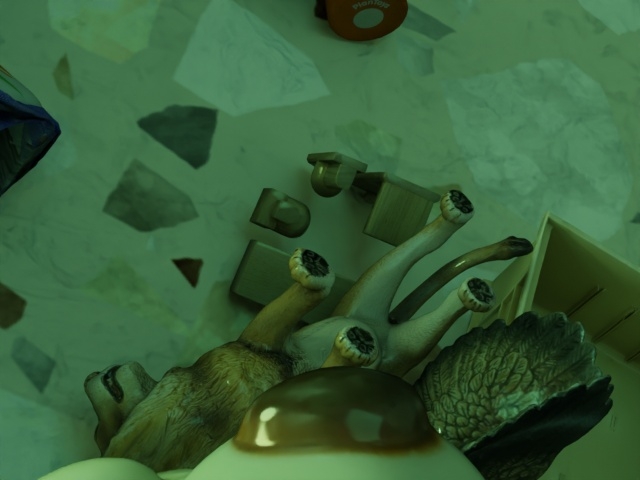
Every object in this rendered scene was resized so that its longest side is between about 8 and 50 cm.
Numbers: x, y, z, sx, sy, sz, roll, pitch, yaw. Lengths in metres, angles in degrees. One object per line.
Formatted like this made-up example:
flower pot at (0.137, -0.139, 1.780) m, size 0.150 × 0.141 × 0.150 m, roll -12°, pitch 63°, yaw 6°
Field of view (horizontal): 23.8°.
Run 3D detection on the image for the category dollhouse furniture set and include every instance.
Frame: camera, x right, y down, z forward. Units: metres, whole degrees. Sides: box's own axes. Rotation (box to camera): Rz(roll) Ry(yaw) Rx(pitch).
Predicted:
dollhouse furniture set at (0.000, 0.000, 1.394) m, size 0.144 × 0.123 × 0.151 m, roll 23°, pitch 86°, yaw -16°

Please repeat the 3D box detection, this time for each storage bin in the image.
storage bin at (0.257, 0.158, 1.376) m, size 0.262 × 0.123 × 0.260 m, roll 30°, pitch 49°, yaw -10°

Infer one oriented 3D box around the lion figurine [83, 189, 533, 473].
lion figurine at (0.001, 0.099, 1.224) m, size 0.392 × 0.240 × 0.142 m, roll -11°, pitch 58°, yaw -47°

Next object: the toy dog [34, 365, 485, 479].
toy dog at (-0.055, 0.244, 0.912) m, size 0.395 × 0.408 × 0.284 m, roll -12°, pitch 77°, yaw -43°

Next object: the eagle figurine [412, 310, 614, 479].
eagle figurine at (0.107, 0.203, 1.154) m, size 0.225 × 0.298 × 0.226 m, roll -2°, pitch 18°, yaw -43°

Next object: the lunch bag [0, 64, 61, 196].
lunch bag at (-0.403, -0.116, 1.105) m, size 0.328 × 0.239 × 0.385 m, roll 43°, pitch 32°, yaw 2°

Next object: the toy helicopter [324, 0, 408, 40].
toy helicopter at (-0.033, -0.334, 1.456) m, size 0.355 × 0.235 × 0.140 m, roll 7°, pitch 57°, yaw -27°
